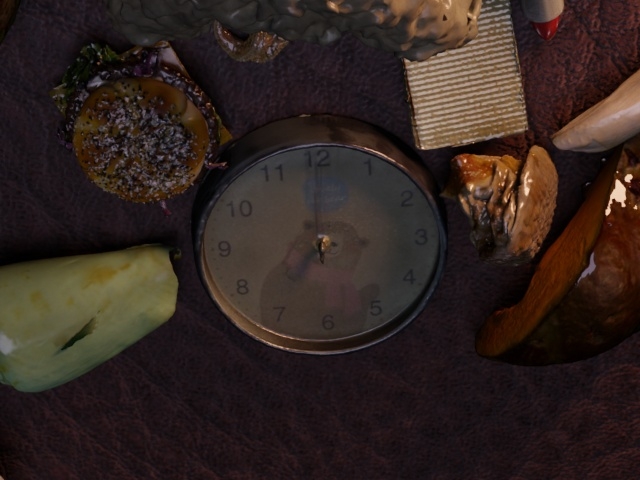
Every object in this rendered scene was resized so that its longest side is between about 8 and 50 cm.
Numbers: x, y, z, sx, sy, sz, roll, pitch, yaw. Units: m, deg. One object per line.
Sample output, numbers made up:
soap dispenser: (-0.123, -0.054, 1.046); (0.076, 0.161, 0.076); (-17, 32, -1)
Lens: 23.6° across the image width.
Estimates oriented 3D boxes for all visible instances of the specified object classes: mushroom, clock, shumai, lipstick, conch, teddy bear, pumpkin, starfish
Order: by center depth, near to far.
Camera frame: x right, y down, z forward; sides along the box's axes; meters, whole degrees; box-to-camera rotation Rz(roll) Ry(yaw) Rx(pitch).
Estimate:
teddy bear: (-0.026, -0.350, 1.360); (0.357, 0.224, 0.367); (3, 93, 9)
lipstick: (0.206, -0.260, 1.475); (0.063, 0.057, 0.186); (-33, 144, -10)
starfish: (-0.042, -0.239, 1.499); (0.210, 0.053, 0.150); (3, 115, -1)
mushroom: (0.327, -0.151, 1.545); (0.209, 0.084, 0.071); (-39, 93, 22)
shumai: (0.180, -0.041, 1.589); (0.116, 0.145, 0.145); (14, 122, 18)
pumpkin: (0.312, 0.057, 1.626); (0.169, 0.148, 0.312); (28, 120, -12)
clock: (0.000, 0.000, 1.636); (0.281, 0.055, 0.280); (-1, 120, -1)
conch: (-0.274, 0.087, 1.659); (0.251, 0.137, 0.143); (-9, 94, -17)

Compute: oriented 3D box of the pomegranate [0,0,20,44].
pomegranate: (-0.430, -0.283, 1.369); (0.285, 0.285, 0.340); (-26, 88, 13)

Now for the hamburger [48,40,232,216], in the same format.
hamburger: (-0.185, -0.113, 1.545); (0.164, 0.093, 0.189); (-37, 112, 19)

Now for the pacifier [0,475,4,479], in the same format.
pacifier: (-0.489, 0.276, 1.682); (0.244, 0.233, 0.299); (-18, 118, 12)

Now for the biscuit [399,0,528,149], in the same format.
biscuit: (0.137, -0.190, 1.538); (0.121, 0.040, 0.199); (-11, 120, 1)
